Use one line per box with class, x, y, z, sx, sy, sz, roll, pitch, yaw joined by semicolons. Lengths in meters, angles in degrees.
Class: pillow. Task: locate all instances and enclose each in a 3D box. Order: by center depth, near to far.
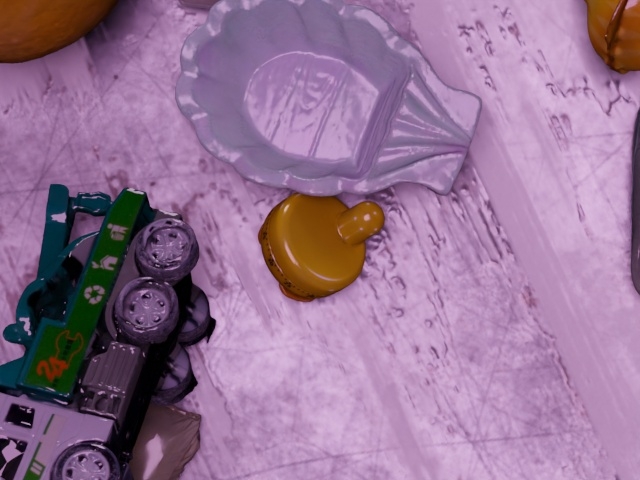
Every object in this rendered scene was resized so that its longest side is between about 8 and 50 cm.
pillow;-0.218;0.183;1.540;0.208;0.053;0.119;28;80;8

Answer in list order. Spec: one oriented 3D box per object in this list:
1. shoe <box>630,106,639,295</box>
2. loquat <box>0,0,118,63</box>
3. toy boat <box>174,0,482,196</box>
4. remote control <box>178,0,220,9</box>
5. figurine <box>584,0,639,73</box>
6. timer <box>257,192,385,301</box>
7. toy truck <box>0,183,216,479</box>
shoe;0.351;-0.051;1.502;0.103;0.100;0.251;4;88;5
loquat;-0.314;-0.300;1.493;0.275;0.275;0.274;0;85;4
toy boat;0.006;-0.132;1.531;0.290;0.100;0.199;21;87;6
remote control;-0.077;-0.383;1.547;0.109;0.055;0.313;10;106;18
figurine;0.338;-0.269;1.517;0.156;0.131;0.246;24;73;25
timer;0.000;0.000;1.515;0.107;0.109;0.107;16;61;-31
toy truck;-0.214;0.115;1.454;0.178;0.176;0.363;10;61;8
